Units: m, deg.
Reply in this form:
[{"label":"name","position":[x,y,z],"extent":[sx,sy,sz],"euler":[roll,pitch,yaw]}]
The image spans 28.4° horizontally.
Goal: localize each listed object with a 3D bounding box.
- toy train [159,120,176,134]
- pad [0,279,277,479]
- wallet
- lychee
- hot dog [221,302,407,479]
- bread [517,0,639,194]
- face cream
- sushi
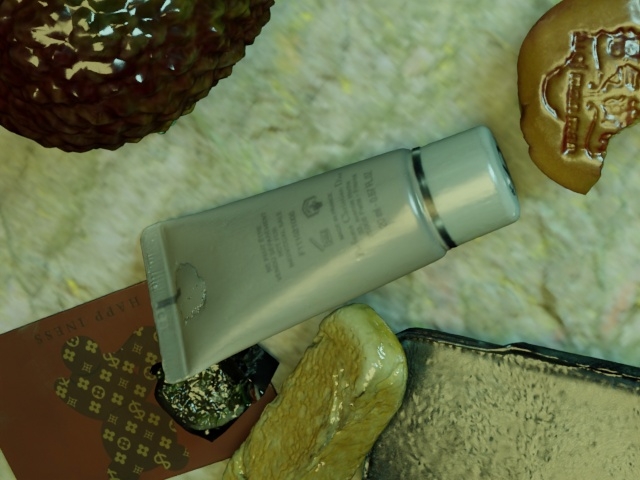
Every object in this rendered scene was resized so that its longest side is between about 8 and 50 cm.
[{"label":"toy train","position":[-0.161,-0.115,1.025],"extent":[0.103,0.044,0.064],"euler":[-1,110,12]},{"label":"pad","position":[-0.177,0.137,1.123],"extent":[0.267,0.004,0.181],"euler":[-21,102,15]},{"label":"wallet","position":[0.195,0.175,1.024],"extent":[0.317,0.045,0.173],"euler":[12,99,18]},{"label":"lychee","position":[-0.153,-0.178,0.890],"extent":[0.236,0.271,0.236],"euler":[33,134,43]},{"label":"hot dog","position":[0.002,0.156,1.047],"extent":[0.073,0.084,0.242],"euler":[11,124,-34]},{"label":"bread","position":[0.208,-0.124,0.934],"extent":[0.156,0.086,0.125],"euler":[-38,96,17]},{"label":"face cream","position":[0.000,0.000,1.002],"extent":[0.314,0.089,0.143],"euler":[-20,66,14]},{"label":"sushi","position":[-0.097,0.116,1.074],"extent":[0.084,0.056,0.083],"euler":[40,116,-5]}]
